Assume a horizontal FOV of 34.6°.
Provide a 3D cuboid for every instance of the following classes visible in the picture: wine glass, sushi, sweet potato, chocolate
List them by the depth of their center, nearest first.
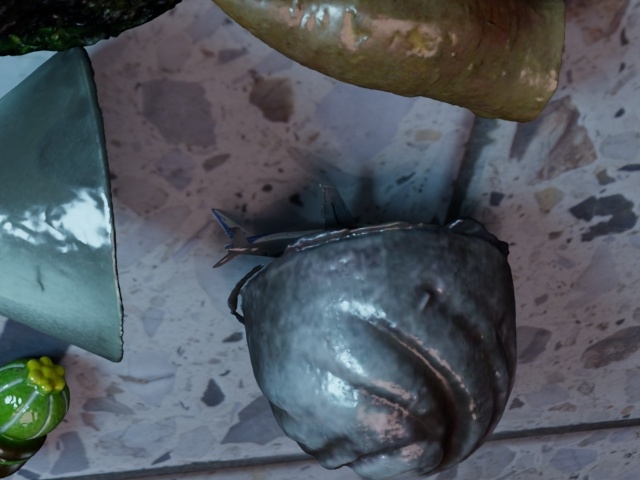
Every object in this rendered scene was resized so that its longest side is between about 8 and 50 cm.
[{"bbox_3d":[-0.200,-0.204,0.727,0.225,0.124,0.127,-14,140,-30],"label":"sushi"},{"bbox_3d":[-0.362,0.002,0.774,0.406,0.267,0.267,-10,136,-17],"label":"wine glass"},{"bbox_3d":[0.055,-0.183,0.846,0.337,0.131,0.131,9,131,-25],"label":"sweet potato"},{"bbox_3d":[0.066,0.134,1.043,0.303,0.213,0.303,-8,155,-4],"label":"chocolate"}]

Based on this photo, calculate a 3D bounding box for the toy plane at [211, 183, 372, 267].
[{"bbox_3d":[-0.001,0.003,1.058,0.226,0.058,0.226,5,148,-20],"label":"toy plane"}]

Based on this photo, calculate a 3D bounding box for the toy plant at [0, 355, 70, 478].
[{"bbox_3d":[-0.334,0.190,1.124,0.093,0.093,0.162,24,124,-34],"label":"toy plant"}]
